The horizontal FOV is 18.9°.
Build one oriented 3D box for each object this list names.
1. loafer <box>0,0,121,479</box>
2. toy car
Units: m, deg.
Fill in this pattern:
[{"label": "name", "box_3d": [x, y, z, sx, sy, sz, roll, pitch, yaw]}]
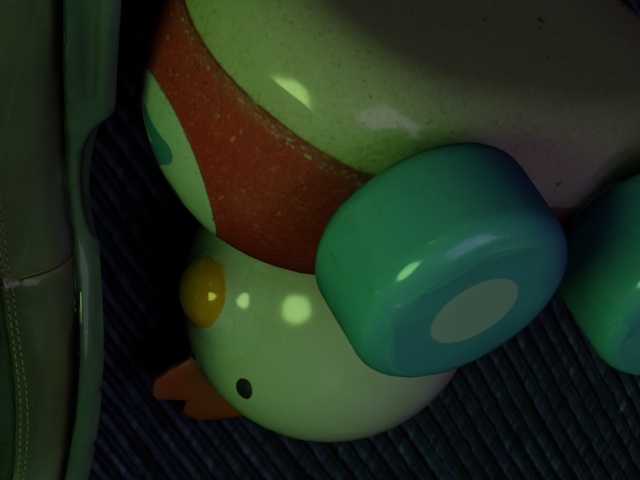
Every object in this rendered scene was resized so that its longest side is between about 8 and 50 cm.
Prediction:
[{"label": "loafer", "box_3d": [-0.118, -0.013, 0.634, 0.084, 0.096, 0.267, -5, 123, -21]}, {"label": "toy car", "box_3d": [0.000, 0.000, 0.703, 0.210, 0.219, 0.238, 2, 135, -40]}]
